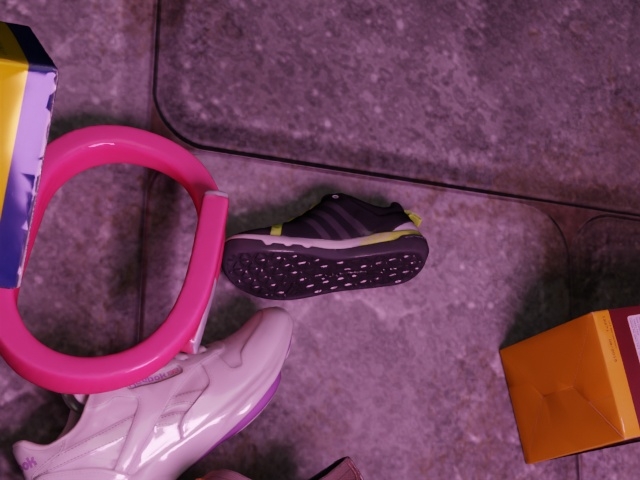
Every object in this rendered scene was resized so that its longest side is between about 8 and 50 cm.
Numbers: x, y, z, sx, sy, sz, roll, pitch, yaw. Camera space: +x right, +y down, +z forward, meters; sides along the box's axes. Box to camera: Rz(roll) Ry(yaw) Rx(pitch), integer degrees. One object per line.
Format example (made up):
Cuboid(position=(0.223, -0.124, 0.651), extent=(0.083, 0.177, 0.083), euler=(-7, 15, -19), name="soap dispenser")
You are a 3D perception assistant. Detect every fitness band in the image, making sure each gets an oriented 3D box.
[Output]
Cuboid(position=(-0.199, 0.012, 1.279), extent=(0.209, 0.054, 0.290), euler=(10, 56, 0), name="fitness band")

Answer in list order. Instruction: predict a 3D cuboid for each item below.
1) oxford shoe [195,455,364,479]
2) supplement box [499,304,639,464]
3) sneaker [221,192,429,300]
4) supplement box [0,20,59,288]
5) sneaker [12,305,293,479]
Cuboid(position=(-0.118, 0.276, 1.200), extent=(0.364, 0.130, 0.132), euler=(-7, 78, -27), name="oxford shoe")
Cuboid(position=(0.329, 0.145, 1.431), extent=(0.194, 0.191, 0.129), euler=(-6, 77, -24), name="supplement box")
Cuboid(position=(0.000, 0.000, 1.417), extent=(0.235, 0.084, 0.097), euler=(0, 50, -24), name="sneaker")
Cuboid(position=(-0.417, -0.098, 1.109), extent=(0.357, 0.194, 0.195), euler=(8, 106, -21), name="supplement box")
Cuboid(position=(-0.149, 0.144, 1.272), extent=(0.305, 0.114, 0.152), euler=(-42, 93, -28), name="sneaker")
